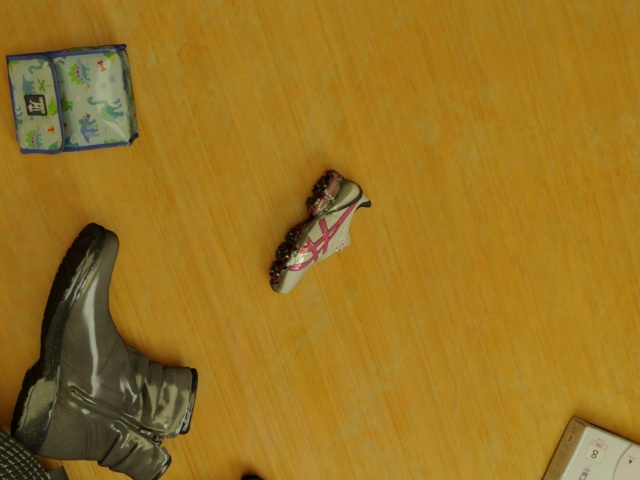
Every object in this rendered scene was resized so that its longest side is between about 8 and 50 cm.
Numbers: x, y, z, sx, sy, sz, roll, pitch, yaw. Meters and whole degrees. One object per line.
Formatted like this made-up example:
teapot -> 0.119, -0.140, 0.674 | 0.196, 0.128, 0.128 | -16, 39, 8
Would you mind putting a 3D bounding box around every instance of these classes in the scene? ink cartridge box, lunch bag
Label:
ink cartridge box -> 0.425, 0.410, 1.692 | 0.189, 0.066, 0.232 | 24, 89, -16
lunch bag -> -0.316, -0.179, 1.399 | 0.151, 0.096, 0.128 | -4, 103, 2

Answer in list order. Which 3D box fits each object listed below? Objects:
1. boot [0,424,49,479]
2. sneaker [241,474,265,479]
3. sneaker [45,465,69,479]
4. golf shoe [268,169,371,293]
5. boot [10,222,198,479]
boot -> -0.446, 0.286, 1.418 | 0.083, 0.161, 0.246 | -37, 103, -43
sneaker -> -0.167, 0.437, 1.535 | 0.286, 0.109, 0.130 | -36, 97, -19
sneaker -> -0.416, 0.394, 1.485 | 0.222, 0.083, 0.118 | -26, 86, -1
golf shoe -> 0.000, 0.000, 1.513 | 0.086, 0.067, 0.186 | 32, 91, -18
boot -> -0.262, 0.153, 1.465 | 0.223, 0.118, 0.338 | 16, 106, -18
